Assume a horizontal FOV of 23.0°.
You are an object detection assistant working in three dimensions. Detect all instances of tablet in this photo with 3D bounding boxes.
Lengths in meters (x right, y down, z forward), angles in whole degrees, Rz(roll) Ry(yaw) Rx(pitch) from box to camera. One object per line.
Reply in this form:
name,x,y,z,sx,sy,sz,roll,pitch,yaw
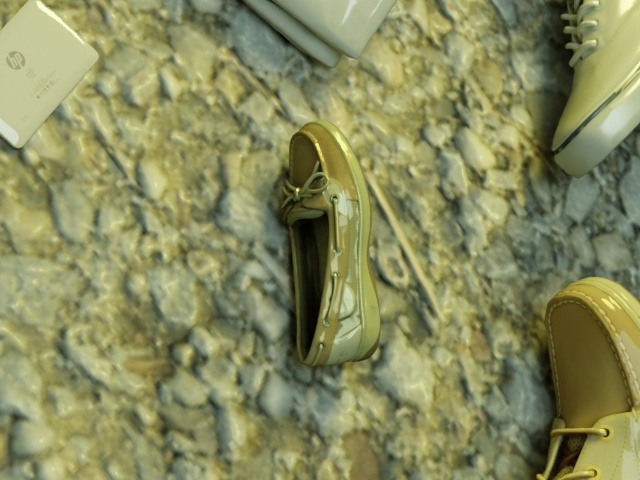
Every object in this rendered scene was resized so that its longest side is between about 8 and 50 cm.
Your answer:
tablet,-0.174,-0.100,0.930,0.054,0.006,0.083,42,61,-13

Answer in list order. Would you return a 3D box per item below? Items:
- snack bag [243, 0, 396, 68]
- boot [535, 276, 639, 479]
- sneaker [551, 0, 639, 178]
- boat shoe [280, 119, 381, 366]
snack bag,-0.023,-0.333,0.975,0.342,0.037,0.323,37,89,-18
boot,0.141,0.164,0.986,0.203,0.095,0.262,-11,87,-29
sneaker,0.207,-0.151,1.115,0.091,0.094,0.258,36,53,-6
boat shoe,-0.001,0.001,0.972,0.048,0.056,0.153,-5,87,-34
